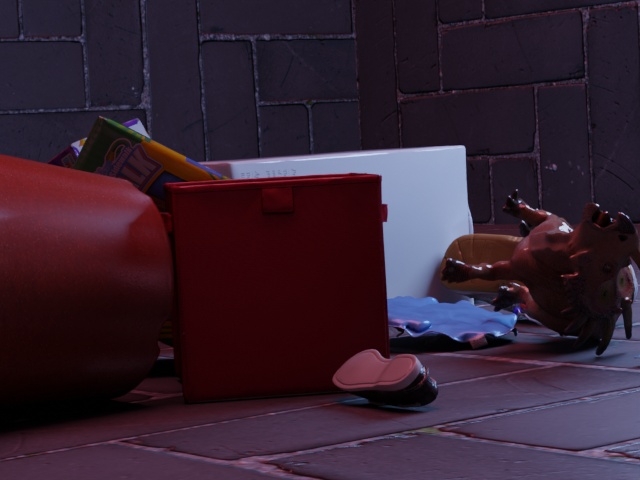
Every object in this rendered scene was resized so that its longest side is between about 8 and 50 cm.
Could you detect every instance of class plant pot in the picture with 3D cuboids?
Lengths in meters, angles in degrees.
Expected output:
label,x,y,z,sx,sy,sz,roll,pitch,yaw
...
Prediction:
label,x,y,z,sx,sy,sz,roll,pitch,yaw
plant pot,-0.288,0.035,1.532,0.265,0.272,0.272,4,-2,-38

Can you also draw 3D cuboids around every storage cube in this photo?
label,x,y,z,sx,sy,sz,roll,pitch,yaw
storage cube,-0.042,0.038,1.639,0.215,0.193,0.183,-3,3,-7

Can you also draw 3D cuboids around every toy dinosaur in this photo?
label,x,y,z,sx,sy,sz,roll,pitch,yaw
toy dinosaur,0.259,0.048,1.798,0.200,0.127,0.295,27,-5,29

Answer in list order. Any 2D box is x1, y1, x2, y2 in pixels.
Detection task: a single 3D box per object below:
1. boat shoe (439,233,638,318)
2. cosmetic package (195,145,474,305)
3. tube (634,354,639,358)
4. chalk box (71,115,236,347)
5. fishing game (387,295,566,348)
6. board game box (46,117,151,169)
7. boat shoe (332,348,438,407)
label,x,y,z,sx,sy,sz,roll,pitch,yaw
boat shoe,0.269,0.047,2.077,0.277,0.098,0.096,10,-16,48
cosmetic package,0.000,0.000,2.125,0.385,0.217,0.156,-4,3,-42
tube,0.394,0.088,1.665,0.207,0.052,0.080,-13,-1,-36
chalk box,-0.187,-0.015,1.814,0.289,0.179,0.180,27,1,-4
fishing game,0.126,0.092,1.911,0.264,0.041,0.189,2,9,-16
board game box,-0.326,-0.020,2.292,0.275,0.142,0.144,-32,-2,36
boat shoe,0.054,0.118,1.486,0.046,0.038,0.125,-52,21,-24
